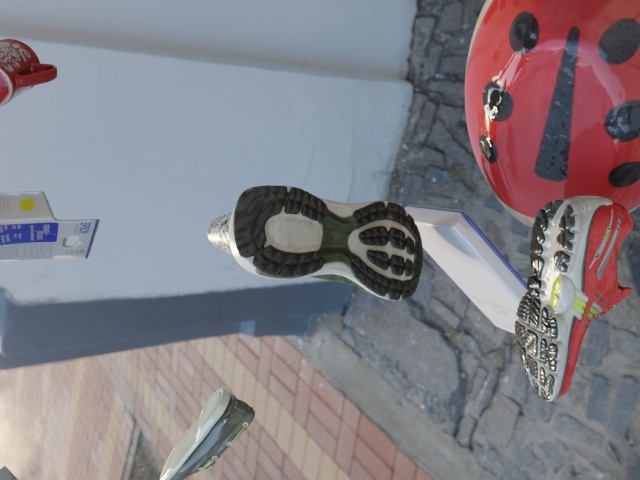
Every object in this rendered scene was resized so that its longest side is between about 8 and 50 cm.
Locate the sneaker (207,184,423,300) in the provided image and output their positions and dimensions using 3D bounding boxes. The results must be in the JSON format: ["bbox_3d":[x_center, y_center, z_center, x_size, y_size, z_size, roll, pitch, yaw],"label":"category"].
[{"bbox_3d":[0.000,0.000,1.020,0.182,0.410,0.158,3,80,51],"label":"sneaker"}]

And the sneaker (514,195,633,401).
[{"bbox_3d":[0.323,0.081,0.785,0.107,0.118,0.279,-114,25,-63],"label":"sneaker"}]

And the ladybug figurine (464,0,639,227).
[{"bbox_3d":[0.324,-0.173,0.825,0.305,0.162,0.450,13,139,28],"label":"ladybug figurine"}]

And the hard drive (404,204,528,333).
[{"bbox_3d":[0.293,0.063,1.156,0.040,0.319,0.210,-47,18,-9],"label":"hard drive"}]

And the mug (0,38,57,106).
[{"bbox_3d":[-0.638,-0.347,1.299,0.169,0.150,0.113,-103,-12,-62],"label":"mug"}]

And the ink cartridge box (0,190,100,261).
[{"bbox_3d":[-0.568,-0.018,1.129,0.303,0.307,0.072,-31,67,62],"label":"ink cartridge box"}]

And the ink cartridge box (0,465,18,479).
[{"bbox_3d":[-0.554,0.482,1.014,0.176,0.128,0.127,-42,91,16],"label":"ink cartridge box"}]

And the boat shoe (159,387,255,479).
[{"bbox_3d":[-0.253,0.447,1.374,0.305,0.091,0.109,-53,17,23],"label":"boat shoe"}]
